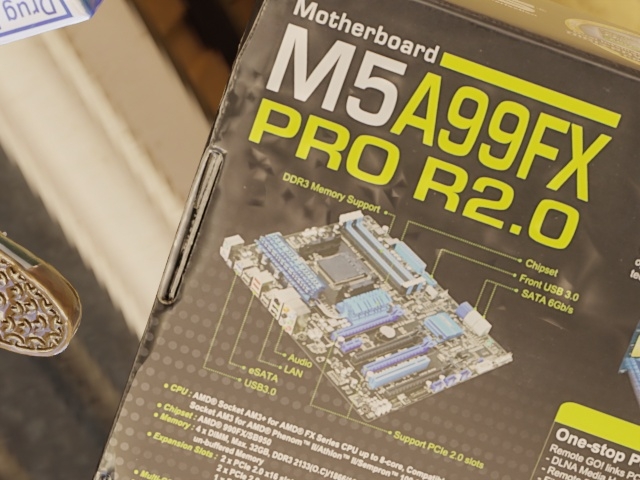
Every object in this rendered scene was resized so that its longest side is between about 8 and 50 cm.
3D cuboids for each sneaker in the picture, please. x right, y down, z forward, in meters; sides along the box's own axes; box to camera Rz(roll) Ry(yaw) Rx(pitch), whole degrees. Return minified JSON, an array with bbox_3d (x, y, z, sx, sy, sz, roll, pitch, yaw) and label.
[{"bbox_3d":[-0.211,-0.013,1.125,0.192,0.064,0.086,28,-145,0],"label":"sneaker"}]

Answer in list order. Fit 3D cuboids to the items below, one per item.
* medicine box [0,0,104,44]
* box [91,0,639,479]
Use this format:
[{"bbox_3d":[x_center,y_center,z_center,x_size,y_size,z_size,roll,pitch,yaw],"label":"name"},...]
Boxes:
[{"bbox_3d":[-0.271,-0.234,1.040,0.289,0.263,0.149,64,-153,-29],"label":"medicine box"},{"bbox_3d":[0.082,0.070,0.475,0.270,0.216,0.060,19,-164,-2],"label":"box"}]
